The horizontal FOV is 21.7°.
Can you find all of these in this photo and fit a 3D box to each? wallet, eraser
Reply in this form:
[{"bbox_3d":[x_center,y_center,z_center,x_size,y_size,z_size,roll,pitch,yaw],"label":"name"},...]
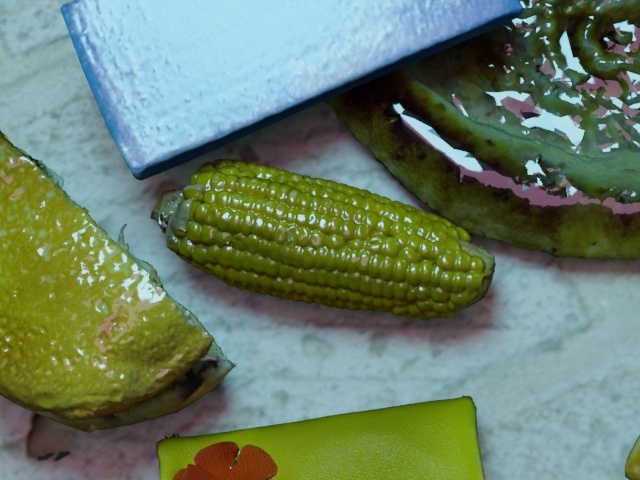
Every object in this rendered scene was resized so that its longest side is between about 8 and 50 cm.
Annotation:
[{"bbox_3d":[0.000,0.184,1.180,0.241,0.067,0.141,-10,40,4],"label":"wallet"},{"bbox_3d":[-0.022,-0.167,1.226,0.311,0.042,0.144,-24,85,-1],"label":"eraser"}]

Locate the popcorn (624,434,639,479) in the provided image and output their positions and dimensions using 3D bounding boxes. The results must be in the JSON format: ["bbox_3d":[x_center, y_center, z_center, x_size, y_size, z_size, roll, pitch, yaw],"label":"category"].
[{"bbox_3d":[0.289,0.184,1.132,0.180,0.170,0.180,1,96,7],"label":"popcorn"}]

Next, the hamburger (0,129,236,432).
[{"bbox_3d":[-0.206,0.040,1.235,0.283,0.144,0.156,42,92,19],"label":"hamburger"}]

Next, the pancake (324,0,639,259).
[{"bbox_3d":[0.191,-0.129,1.258,0.426,0.067,0.305,39,83,16],"label":"pancake"}]

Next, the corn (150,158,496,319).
[{"bbox_3d":[0.000,0.000,1.239,0.261,0.097,0.097,12,79,9],"label":"corn"}]
